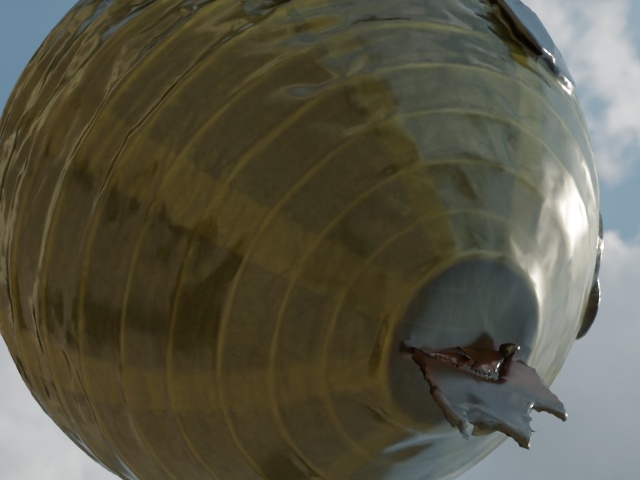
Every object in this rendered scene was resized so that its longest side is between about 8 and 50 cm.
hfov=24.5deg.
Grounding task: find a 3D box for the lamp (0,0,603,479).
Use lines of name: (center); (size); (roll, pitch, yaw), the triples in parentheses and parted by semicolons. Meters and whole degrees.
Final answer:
lamp: (0.000, 0.000, 0.566); (0.284, 0.250, 0.250); (38, -43, 54)
